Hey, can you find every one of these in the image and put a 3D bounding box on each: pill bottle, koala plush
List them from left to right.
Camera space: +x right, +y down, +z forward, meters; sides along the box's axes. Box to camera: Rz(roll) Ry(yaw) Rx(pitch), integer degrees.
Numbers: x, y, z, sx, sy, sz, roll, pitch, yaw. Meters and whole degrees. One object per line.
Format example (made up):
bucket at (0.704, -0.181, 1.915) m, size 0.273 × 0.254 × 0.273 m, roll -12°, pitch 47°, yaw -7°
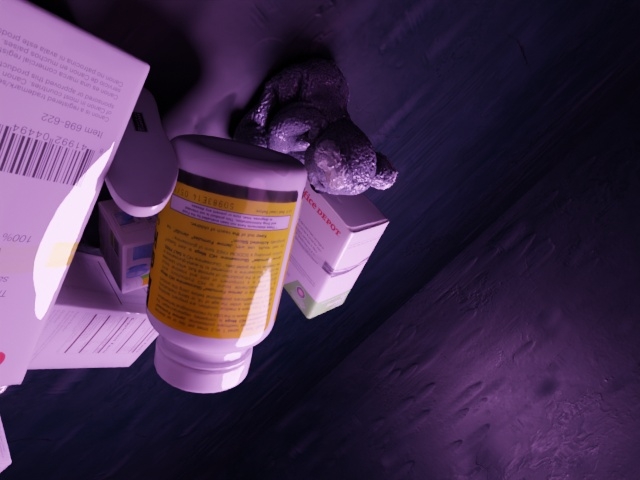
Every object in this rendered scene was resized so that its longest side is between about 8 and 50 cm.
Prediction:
pill bottle at (-0.142, 0.034, 0.653) m, size 0.187 × 0.187 × 0.334 m, roll -5°, pitch 114°, yaw -48°
koala plush at (0.011, -0.158, 0.742) m, size 0.196 × 0.221 × 0.203 m, roll 0°, pitch 133°, yaw -51°

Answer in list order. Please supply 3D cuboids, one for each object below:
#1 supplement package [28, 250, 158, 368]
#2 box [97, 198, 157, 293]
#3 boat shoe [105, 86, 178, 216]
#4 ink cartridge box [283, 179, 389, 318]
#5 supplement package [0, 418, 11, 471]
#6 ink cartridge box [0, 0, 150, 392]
supplement package at (-0.388, 0.111, 0.736) m, size 0.134 × 0.139 × 0.244 m, roll -46°, pitch 152°, yaw 9°
box at (-0.247, -0.011, 0.768) m, size 0.203 × 0.103 × 0.114 m, roll -17°, pitch 144°, yaw -37°
boat shoe at (-0.220, -0.100, 0.548) m, size 0.077 × 0.219 × 0.070 m, roll 4°, pitch 137°, yaw -30°
ink cartridge box at (0.000, 0.000, 0.990) m, size 0.114 × 0.198 × 0.273 m, roll -16°, pitch 145°, yaw -39°
supplement package at (-0.633, 0.324, 0.676) m, size 0.262 × 0.204 × 0.145 m, roll -41°, pitch 151°, yaw 2°
ink cartridge box at (-0.372, -0.050, 0.397) m, size 0.279 × 0.160 × 0.385 m, roll 12°, pitch 108°, yaw -58°
